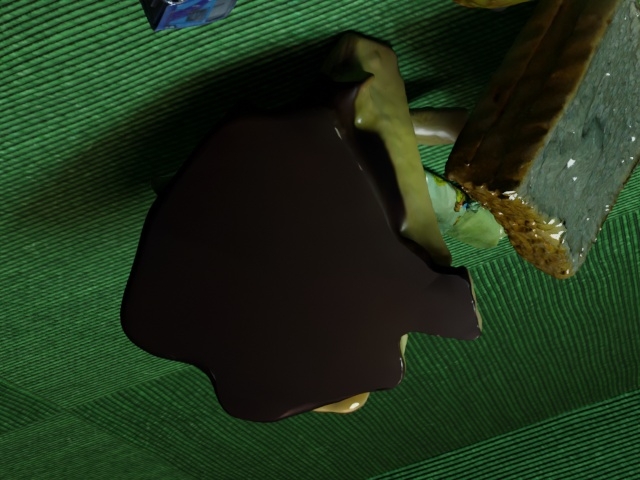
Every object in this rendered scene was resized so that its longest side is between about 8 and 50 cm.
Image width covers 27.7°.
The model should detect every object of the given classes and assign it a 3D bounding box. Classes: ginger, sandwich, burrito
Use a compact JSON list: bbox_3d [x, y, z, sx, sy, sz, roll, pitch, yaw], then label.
[{"bbox_3d":[0.000,0.000,1.435,0.413,0.358,0.211,-44,-176,20],"label":"ginger"},{"bbox_3d":[0.270,-0.121,1.402,0.271,0.099,0.301,-57,150,-3],"label":"sandwich"},{"bbox_3d":[0.183,-0.047,1.712,0.104,0.054,0.288,-31,150,26],"label":"burrito"}]

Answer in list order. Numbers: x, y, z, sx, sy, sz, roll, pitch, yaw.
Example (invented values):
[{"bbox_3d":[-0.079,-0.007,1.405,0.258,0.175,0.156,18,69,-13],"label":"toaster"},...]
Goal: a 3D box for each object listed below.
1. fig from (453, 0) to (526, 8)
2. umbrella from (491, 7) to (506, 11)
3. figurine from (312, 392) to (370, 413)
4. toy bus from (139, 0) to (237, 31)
[{"bbox_3d":[0.160,-0.275,1.122,0.166,0.144,0.154,-37,148,11],"label":"fig"},{"bbox_3d":[0.266,-0.309,1.166,0.326,0.090,0.094,-32,173,31],"label":"umbrella"},{"bbox_3d":[-0.001,0.130,1.835,0.208,0.181,0.257,11,150,11],"label":"figurine"},{"bbox_3d":[-0.080,-0.266,1.062,0.094,0.079,0.236,-3,153,-29],"label":"toy bus"}]
